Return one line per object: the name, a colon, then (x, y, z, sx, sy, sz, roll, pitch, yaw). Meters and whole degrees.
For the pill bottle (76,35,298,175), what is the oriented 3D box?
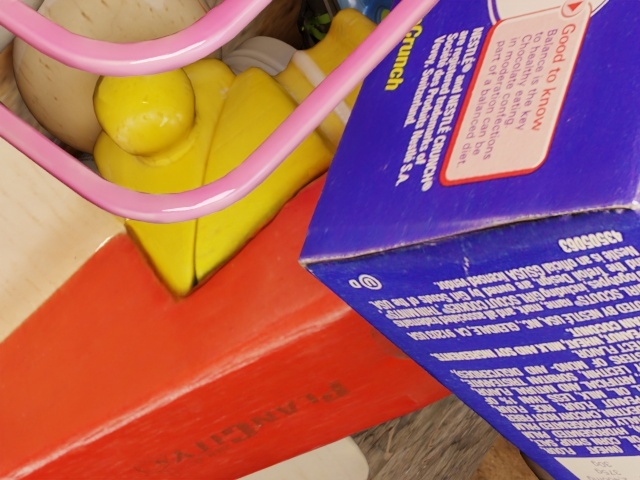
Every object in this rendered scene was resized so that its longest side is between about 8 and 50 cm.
pill bottle: (-0.066, -0.033, 0.976, 0.160, 0.087, 0.087, -45, 164, -34)

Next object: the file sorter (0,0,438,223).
file sorter: (-0.048, -0.169, 0.415, 0.202, 0.182, 0.290, -49, 160, -19)

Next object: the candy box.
candy box: (0.172, -0.025, 0.622, 0.122, 0.317, 0.268, -8, -128, 44)

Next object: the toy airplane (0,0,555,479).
toy airplane: (-0.082, 0.013, 0.766, 0.384, 0.272, 0.386, 0, 147, -26)

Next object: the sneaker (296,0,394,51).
sneaker: (0.008, -0.098, 0.908, 0.078, 0.188, 0.067, -26, 176, 39)
